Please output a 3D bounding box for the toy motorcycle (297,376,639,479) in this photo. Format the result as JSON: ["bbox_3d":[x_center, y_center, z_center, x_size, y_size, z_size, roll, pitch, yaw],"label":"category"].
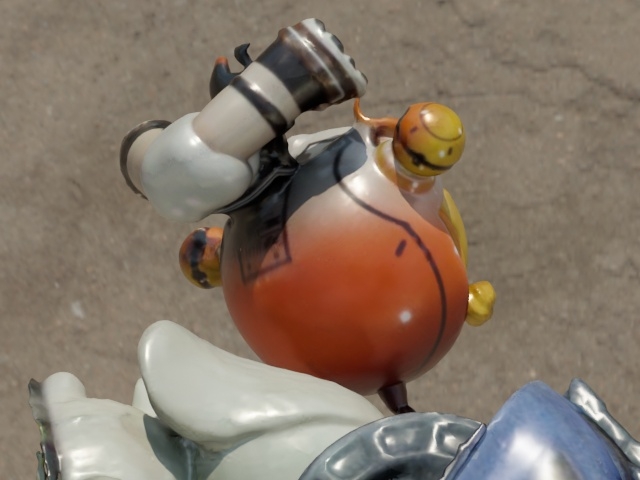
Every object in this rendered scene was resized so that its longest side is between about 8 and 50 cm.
[{"bbox_3d":[0.042,0.195,0.358,0.213,0.125,0.358,23,67,29],"label":"toy motorcycle"}]

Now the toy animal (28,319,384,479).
[{"bbox_3d":[-0.085,0.179,1.017,0.289,0.174,0.249,-27,95,-14],"label":"toy animal"}]

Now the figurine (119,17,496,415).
[{"bbox_3d":[-0.003,0.002,1.138,0.320,0.323,0.196,-28,24,40],"label":"figurine"}]
